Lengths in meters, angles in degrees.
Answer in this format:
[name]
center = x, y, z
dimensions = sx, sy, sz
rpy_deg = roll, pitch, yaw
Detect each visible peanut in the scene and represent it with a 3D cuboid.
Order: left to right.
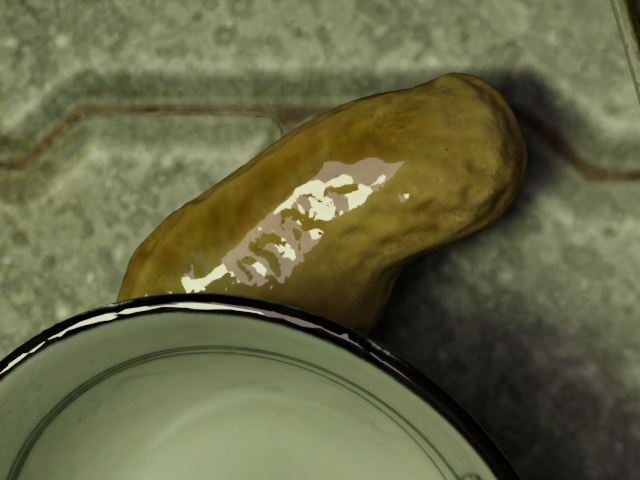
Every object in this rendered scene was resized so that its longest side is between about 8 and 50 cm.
[peanut]
center = 0.000, 0.000, 0.796
dimensions = 0.226, 0.095, 0.108
rpy_deg = -35, 89, 13

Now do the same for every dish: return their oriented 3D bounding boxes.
[dish]
center = -0.032, 0.162, 0.765
dimensions = 0.316, 0.106, 0.316
rpy_deg = 3, 107, 10

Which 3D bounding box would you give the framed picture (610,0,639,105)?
[framed picture]
center = 0.231, -0.111, 0.748
dimensions = 0.192, 0.018, 0.265
rpy_deg = -17, 79, 21
